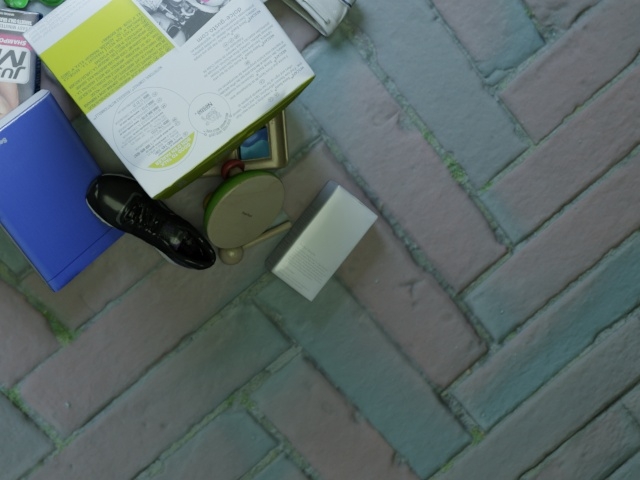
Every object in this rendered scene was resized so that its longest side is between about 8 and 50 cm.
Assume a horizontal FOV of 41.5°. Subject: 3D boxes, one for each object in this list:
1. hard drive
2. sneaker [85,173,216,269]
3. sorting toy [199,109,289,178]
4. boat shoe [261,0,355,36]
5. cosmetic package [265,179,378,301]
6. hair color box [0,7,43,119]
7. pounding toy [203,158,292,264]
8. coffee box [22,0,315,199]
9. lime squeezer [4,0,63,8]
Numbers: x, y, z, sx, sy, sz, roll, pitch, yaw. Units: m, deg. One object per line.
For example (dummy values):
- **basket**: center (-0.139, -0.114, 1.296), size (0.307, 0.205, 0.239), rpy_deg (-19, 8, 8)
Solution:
- **hard drive**: center (-0.502, -0.087, 1.564), size (0.210, 0.040, 0.319), rpy_deg (-45, 131, -24)
- **sneaker**: center (-0.314, -0.036, 1.630), size (0.283, 0.124, 0.107), rpy_deg (36, 79, -35)
- **sorting toy**: center (-0.185, -0.283, 1.685), size (0.229, 0.041, 0.307), rpy_deg (-8, 105, -12)
- **boat shoe**: center (-0.112, -0.503, 1.614), size (0.367, 0.136, 0.156), rpy_deg (27, 98, -28)
- **cosmetic package**: center (0.000, 0.000, 1.778), size (0.117, 0.085, 0.231), rpy_deg (39, 89, -19)
- **hair color box**: center (-0.610, -0.252, 1.551), size (0.173, 0.105, 0.347), rpy_deg (4, 103, -15)
- **pounding toy**: center (-0.171, -0.074, 1.701), size (0.183, 0.110, 0.237), rpy_deg (-36, 150, -13)
- **coffee box**: center (-0.252, -0.297, 1.481), size (0.338, 0.337, 0.334), rpy_deg (-38, 97, -3)
- **lime squeezer**: center (-0.507, -0.463, 1.535), size (0.310, 0.110, 0.059), rpy_deg (-18, 91, -41)
